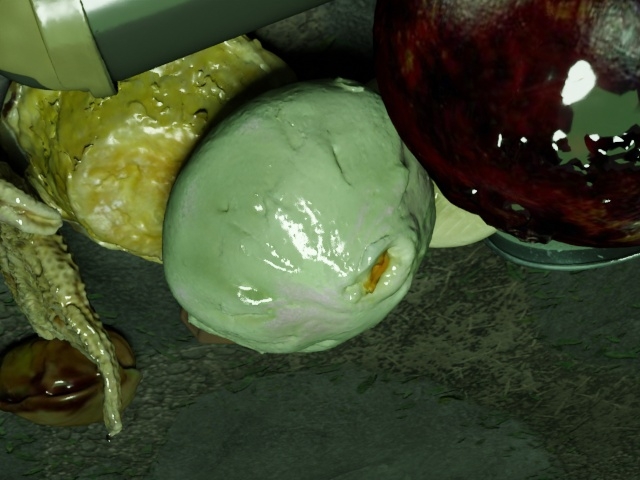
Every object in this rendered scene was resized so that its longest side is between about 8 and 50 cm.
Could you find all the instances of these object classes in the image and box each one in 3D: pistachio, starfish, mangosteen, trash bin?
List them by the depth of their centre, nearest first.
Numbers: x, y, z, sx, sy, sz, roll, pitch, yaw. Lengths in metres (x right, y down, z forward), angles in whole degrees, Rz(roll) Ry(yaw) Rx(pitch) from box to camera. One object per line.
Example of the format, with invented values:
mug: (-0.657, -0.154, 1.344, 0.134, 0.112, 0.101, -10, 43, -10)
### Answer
trash bin: (-0.166, -0.245, 1.289, 0.334, 0.214, 0.214, -19, 143, -5)
mangosteen: (0.261, -0.186, 1.351, 0.421, 0.381, 0.381, -38, 147, -20)
starfish: (-0.297, 0.034, 1.565, 0.082, 0.324, 0.432, -32, 136, -17)
pistachio: (-0.329, 0.172, 1.845, 0.210, 0.130, 0.165, -9, -178, -5)

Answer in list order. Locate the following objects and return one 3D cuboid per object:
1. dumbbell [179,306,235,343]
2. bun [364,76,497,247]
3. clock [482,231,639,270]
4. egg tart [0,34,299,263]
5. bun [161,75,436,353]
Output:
dumbbell: (-0.104, 0.033, 1.756, 0.082, 0.092, 0.231, -23, 152, -34)
bun: (0.128, -0.104, 1.586, 0.229, 0.145, 0.229, 2, 133, 2)
clock: (0.331, -0.071, 1.740, 0.319, 0.066, 0.319, -7, 147, -4)
egg tart: (-0.165, -0.084, 1.520, 0.341, 0.132, 0.341, -1, 133, -1)
bun: (0.000, 0.000, 1.420, 0.293, 0.187, 0.293, -13, 124, -20)
